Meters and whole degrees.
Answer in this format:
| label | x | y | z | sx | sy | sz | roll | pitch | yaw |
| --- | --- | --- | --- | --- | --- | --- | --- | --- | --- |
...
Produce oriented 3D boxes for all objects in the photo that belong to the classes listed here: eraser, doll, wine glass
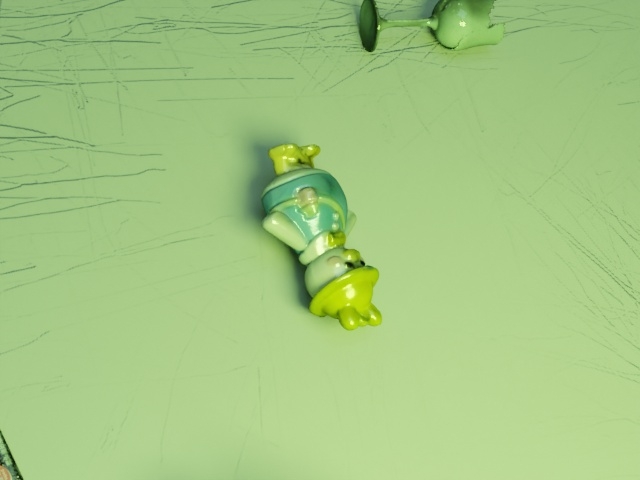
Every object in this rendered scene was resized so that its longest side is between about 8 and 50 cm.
| label | x | y | z | sx | sy | sz | roll | pitch | yaw |
| --- | --- | --- | --- | --- | --- | --- | --- | --- | --- |
| eraser | -0.326 | 0.229 | 0.951 | 0.027 | 0.019 | 0.099 | -23 | 75 | -23 |
| doll | 0.001 | -0.001 | 1.101 | 0.098 | 0.135 | 0.241 | -28 | 72 | 5 |
| wine glass | 0.157 | -0.302 | 1.289 | 0.195 | 0.079 | 0.079 | -6 | 68 | -16 |
